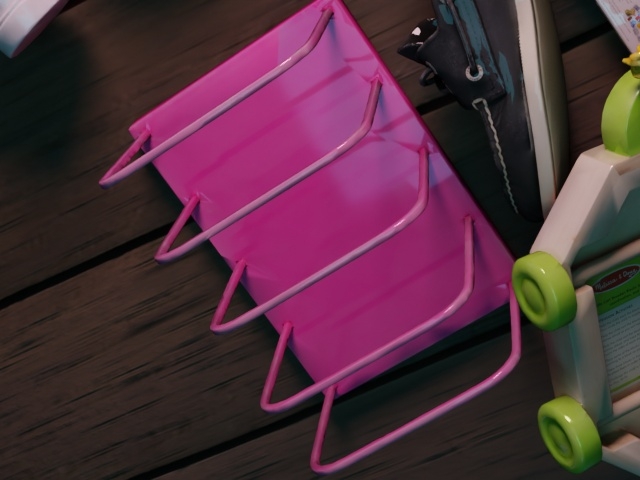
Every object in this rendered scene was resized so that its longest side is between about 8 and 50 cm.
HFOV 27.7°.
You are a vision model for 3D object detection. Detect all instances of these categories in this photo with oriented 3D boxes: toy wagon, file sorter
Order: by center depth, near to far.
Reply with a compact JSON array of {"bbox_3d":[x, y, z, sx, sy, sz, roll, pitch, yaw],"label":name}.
[{"bbox_3d":[0.262,0.007,0.948,0.267,0.068,0.344,-22,113,-19],"label":"toy wagon"},{"bbox_3d":[0.000,0.000,0.983,0.202,0.182,0.290,-31,104,17],"label":"file sorter"}]

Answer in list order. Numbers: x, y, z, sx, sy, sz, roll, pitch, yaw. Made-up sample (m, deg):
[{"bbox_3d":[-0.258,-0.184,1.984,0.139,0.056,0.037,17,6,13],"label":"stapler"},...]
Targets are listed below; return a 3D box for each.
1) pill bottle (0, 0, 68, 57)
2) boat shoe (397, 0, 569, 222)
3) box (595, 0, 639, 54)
[{"bbox_3d":[-0.278,-0.226,0.973,0.184,0.103,0.103,43,110,-10],"label":"pill bottle"},{"bbox_3d":[0.106,-0.166,0.938,0.113,0.127,0.340,-7,115,18],"label":"boat shoe"},{"bbox_3d":[0.265,-0.186,0.955,0.114,0.036,0.207,-33,104,18],"label":"box"}]
